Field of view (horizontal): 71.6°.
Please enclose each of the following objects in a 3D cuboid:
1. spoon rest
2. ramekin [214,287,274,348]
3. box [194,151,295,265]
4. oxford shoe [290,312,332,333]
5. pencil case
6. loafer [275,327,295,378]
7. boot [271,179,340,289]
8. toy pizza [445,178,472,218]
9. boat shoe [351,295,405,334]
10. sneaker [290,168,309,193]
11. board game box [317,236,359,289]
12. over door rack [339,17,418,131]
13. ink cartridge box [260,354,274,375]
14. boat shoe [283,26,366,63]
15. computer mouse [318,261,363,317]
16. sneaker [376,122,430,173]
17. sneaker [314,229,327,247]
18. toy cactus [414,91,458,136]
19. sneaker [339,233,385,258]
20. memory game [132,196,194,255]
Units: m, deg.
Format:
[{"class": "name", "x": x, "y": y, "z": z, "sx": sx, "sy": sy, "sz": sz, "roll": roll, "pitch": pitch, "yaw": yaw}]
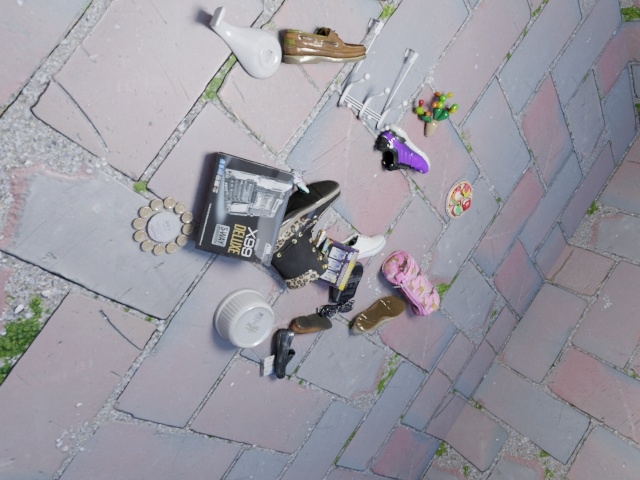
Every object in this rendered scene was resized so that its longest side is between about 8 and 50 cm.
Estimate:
[{"class": "spoon rest", "x": -0.213, "y": -0.572, "z": 1.279, "sx": 0.276, "sy": 0.084, "sz": 0.137, "roll": 19, "pitch": 98, "yaw": -55}, {"class": "ramekin", "x": -0.263, "y": 0.285, "z": 1.585, "sx": 0.207, "sy": 0.109, "sz": 0.207, "roll": -16, "pitch": 118, "yaw": -32}, {"class": "box", "x": -0.236, "y": -0.096, "z": 1.389, "sx": 0.242, "sy": 0.076, "sz": 0.308, "roll": 15, "pitch": 101, "yaw": -11}, {"class": "oxford shoe", "x": -0.039, "y": 0.351, "z": 1.835, "sx": 0.212, "sy": 0.076, "sz": 0.076, "roll": 9, "pitch": 134, "yaw": -43}, {"class": "pencil case", "x": 0.430, "y": 0.210, "z": 2.074, "sx": 0.167, "sy": 0.160, "sz": 0.386, "roll": -52, "pitch": 133, "yaw": -9}, {"class": "loafer", "x": -0.139, "y": 0.456, "z": 1.771, "sx": 0.078, "sy": 0.076, "sz": 0.223, "roll": 6, "pitch": 108, "yaw": 2}, {"class": "boot", "x": -0.046, "y": -0.016, "z": 1.604, "sx": 0.377, "sy": 0.138, "sz": 0.284, "roll": -40, "pitch": 128, "yaw": -13}, {"class": "toy pizza", "x": 0.690, "y": -0.201, "z": 2.183, "sx": 0.201, "sy": 0.032, "sz": 0.201, "roll": -17, "pitch": 119, "yaw": -33}, {"class": "boat shoe", "x": 0.267, "y": 0.349, "z": 2.055, "sx": 0.302, "sy": 0.109, "sz": 0.098, "roll": -23, "pitch": 159, "yaw": -33}, {"class": "sneaker", "x": -0.066, "y": -0.214, "z": 1.540, "sx": 0.098, "sy": 0.038, "sz": 0.069, "roll": 38, "pitch": 73, "yaw": 2}, {"class": "board game box", "x": 0.056, "y": 0.090, "z": 1.738, "sx": 0.141, "sy": 0.048, "sz": 0.170, "roll": 22, "pitch": 102, "yaw": -5}, {"class": "over door rack", "x": 0.225, "y": -0.584, "z": 1.591, "sx": 0.239, "sy": 0.108, "sz": 0.324, "roll": 17, "pitch": 98, "yaw": -43}, {"class": "ink cartridge box", "x": -0.211, "y": 0.493, "z": 1.773, "sx": 0.048, "sy": 0.028, "sz": 0.083, "roll": -11, "pitch": 116, "yaw": -35}, {"class": "boat shoe", "x": 0.025, "y": -0.622, "z": 1.411, "sx": 0.307, "sy": 0.110, "sz": 0.105, "roll": -18, "pitch": 121, "yaw": -32}, {"class": "computer mouse", "x": 0.092, "y": 0.191, "z": 1.861, "sx": 0.188, "sy": 0.072, "sz": 0.272, "roll": -3, "pitch": 123, "yaw": -40}, {"class": "sneaker", "x": 0.324, "y": -0.332, "z": 1.796, "sx": 0.293, "sy": 0.102, "sz": 0.146, "roll": 35, "pitch": 90, "yaw": -38}, {"class": "sneaker", "x": 0.000, "y": 0.000, "z": 1.720, "sx": 0.037, "sy": 0.032, "sz": 0.083, "roll": 28, "pitch": 92, "yaw": -42}, {"class": "toy cactus", "x": 0.466, "y": -0.521, "z": 1.835, "sx": 0.219, "sy": 0.112, "sz": 0.181, "roll": -20, "pitch": 140, "yaw": -34}, {"class": "sneaker", "x": 0.166, "y": 0.016, "z": 1.819, "sx": 0.258, "sy": 0.094, "sz": 0.091, "roll": -23, "pitch": 123, "yaw": -30}, {"class": "memory game", "x": -0.471, "y": -0.041, "z": 1.339, "sx": 0.186, "sy": 0.012, "sz": 0.186, "roll": -17, "pitch": 120, "yaw": -32}]
